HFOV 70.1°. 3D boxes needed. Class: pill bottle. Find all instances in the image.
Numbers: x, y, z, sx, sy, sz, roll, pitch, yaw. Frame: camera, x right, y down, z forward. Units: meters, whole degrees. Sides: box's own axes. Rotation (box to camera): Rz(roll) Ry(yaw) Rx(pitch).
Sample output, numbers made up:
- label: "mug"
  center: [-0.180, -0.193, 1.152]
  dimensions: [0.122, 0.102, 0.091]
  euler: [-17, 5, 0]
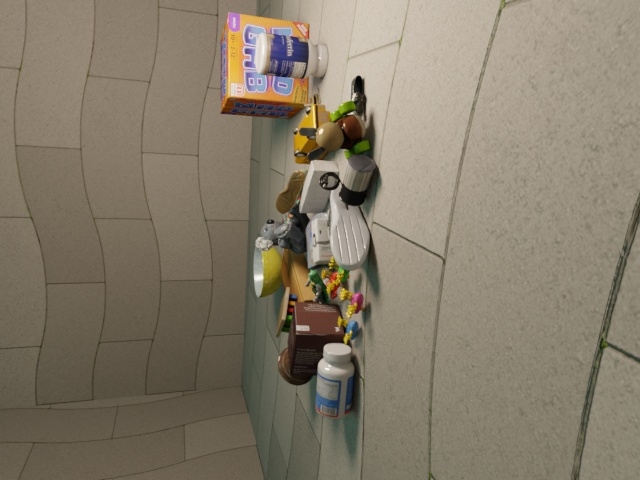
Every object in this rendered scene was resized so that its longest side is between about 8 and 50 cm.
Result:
- label: "pill bottle"
  center: [-0.113, -0.715, 1.783]
  dimensions: [0.153, 0.264, 0.153]
  euler: [179, 90, -71]
- label: "pill bottle"
  center: [0.049, 0.458, 1.504]
  dimensions: [0.124, 0.124, 0.221]
  euler: [-145, 58, -69]

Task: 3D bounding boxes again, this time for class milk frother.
- label: "milk frother"
  center: [0.077, -0.197, 1.384]
  dimensions: [0.129, 0.143, 0.135]
  euler: [-97, 16, -45]

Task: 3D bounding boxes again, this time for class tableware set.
- label: "tableware set"
  center: [-0.031, -0.524, 1.893]
  dimensions: [0.128, 0.039, 0.194]
  euler: [120, 145, -58]

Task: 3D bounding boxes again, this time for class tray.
- label: "tray"
  center: [-0.105, 0.199, 2.073]
  dimensions: [0.411, 0.076, 0.203]
  euler: [-111, 27, -50]

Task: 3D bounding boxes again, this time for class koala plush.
- label: "koala plush"
  center: [-0.164, -0.029, 1.947]
  dimensions: [0.203, 0.221, 0.196]
  euler: [61, -144, -37]

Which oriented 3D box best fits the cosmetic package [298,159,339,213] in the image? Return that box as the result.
- label: "cosmetic package"
  center: [-0.011, -0.200, 1.739]
  dimensions: [0.239, 0.099, 0.060]
  euler: [113, 154, -49]

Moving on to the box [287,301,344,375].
- label: "box"
  center: [-0.022, 0.351, 1.622]
  dimensions: [0.167, 0.168, 0.203]
  euler: [-100, 18, -58]

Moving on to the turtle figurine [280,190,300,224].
- label: "turtle figurine"
  center: [-0.140, -0.118, 2.110]
  dimensions: [0.175, 0.118, 0.234]
  euler: [-103, 27, -47]

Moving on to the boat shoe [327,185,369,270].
- label: "boat shoe"
  center: [0.084, -0.024, 1.448]
  dimensions: [0.119, 0.121, 0.335]
  euler: [98, 173, -48]

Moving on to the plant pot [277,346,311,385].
- label: "plant pot"
  center: [-0.069, 0.480, 1.838]
  dimensions: [0.165, 0.167, 0.167]
  euler: [128, 139, -52]

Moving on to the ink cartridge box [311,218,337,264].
- label: "ink cartridge box"
  center: [0.031, 0.004, 1.583]
  dimensions: [0.063, 0.109, 0.150]
  euler: [149, 120, -68]

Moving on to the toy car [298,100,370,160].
- label: "toy car"
  center: [0.031, -0.313, 1.387]
  dimensions: [0.155, 0.188, 0.149]
  euler: [69, 162, -4]

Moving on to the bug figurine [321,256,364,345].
- label: "bug figurine"
  center: [0.081, 0.184, 1.483]
  dimensions: [0.216, 0.072, 0.279]
  euler: [102, 154, -52]

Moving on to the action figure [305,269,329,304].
- label: "action figure"
  center: [-0.012, 0.175, 1.658]
  dimensions: [0.137, 0.063, 0.232]
  euler: [54, 166, 34]

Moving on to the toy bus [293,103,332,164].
- label: "toy bus"
  center: [-0.022, -0.389, 1.716]
  dimensions: [0.332, 0.130, 0.108]
  euler: [148, 121, -69]

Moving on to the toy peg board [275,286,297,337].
- label: "toy peg board"
  center: [-0.130, 0.313, 1.944]
  dimensions: [0.161, 0.079, 0.161]
  euler: [113, 167, -49]

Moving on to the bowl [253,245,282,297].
- label: "bowl"
  center: [-0.254, 0.156, 2.403]
  dimensions: [0.289, 0.156, 0.289]
  euler: [-179, 90, -73]

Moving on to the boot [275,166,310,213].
- label: "boot"
  center: [-0.088, -0.210, 1.856]
  dimensions: [0.213, 0.077, 0.165]
  euler: [-57, -11, 33]

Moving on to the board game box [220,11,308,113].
- label: "board game box"
  center: [-0.274, -0.792, 2.135]
  dimensions: [0.356, 0.356, 0.356]
  euler: [-170, 80, -72]

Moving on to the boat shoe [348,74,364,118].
- label: "boat shoe"
  center: [0.114, -0.449, 1.426]
  dimensions: [0.040, 0.049, 0.142]
  euler: [139, 131, -66]

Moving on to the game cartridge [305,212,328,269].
- label: "game cartridge"
  center: [0.000, 0.000, 1.768]
  dimensions: [0.297, 0.062, 0.198]
  euler: [145, 119, -71]

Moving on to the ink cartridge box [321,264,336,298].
- label: "ink cartridge box"
  center: [0.033, 0.157, 1.710]
  dimensions: [0.063, 0.029, 0.115]
  euler: [124, 142, -61]
